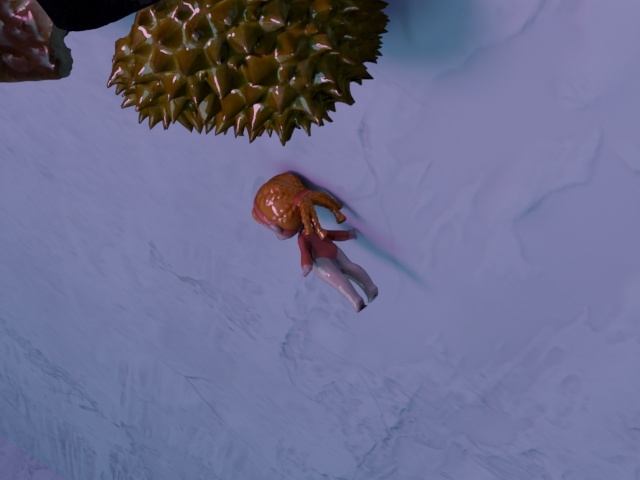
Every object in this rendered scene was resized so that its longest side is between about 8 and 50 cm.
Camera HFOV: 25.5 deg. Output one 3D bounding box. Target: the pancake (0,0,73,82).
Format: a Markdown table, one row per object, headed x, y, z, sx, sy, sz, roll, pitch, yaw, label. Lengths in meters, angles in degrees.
| x | y | z | sx | sy | sz | roll | pitch | yaw | label |
| --- | --- | --- | --- | --- | --- | --- | --- | --- | --- |
| -0.307 | -0.267 | 0.826 | 0.427 | 0.067 | 0.304 | 29 | 138 | 15 | pancake |

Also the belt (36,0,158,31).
| x | y | z | sx | sy | sz | roll | pitch | yaw | label |
| --- | --- | --- | --- | --- | --- | --- | --- | --- | --- |
| -0.063 | -0.164 | 0.614 | 0.198 | 0.151 | 0.078 | -10 | 126 | 47 | belt |

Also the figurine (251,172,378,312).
| x | y | z | sx | sy | sz | roll | pitch | yaw | label |
| --- | --- | --- | --- | --- | --- | --- | --- | --- | --- |
| 0.000 | 0.000 | 0.964 | 0.109 | 0.064 | 0.047 | 48 | 134 | 5 | figurine |

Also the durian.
| x | y | z | sx | sy | sz | roll | pitch | yaw | label |
| --- | --- | --- | --- | --- | --- | --- | --- | --- | --- |
| -0.034 | -0.092 | 0.716 | 0.102 | 0.146 | 0.208 | 63 | 167 | 4 | durian |
